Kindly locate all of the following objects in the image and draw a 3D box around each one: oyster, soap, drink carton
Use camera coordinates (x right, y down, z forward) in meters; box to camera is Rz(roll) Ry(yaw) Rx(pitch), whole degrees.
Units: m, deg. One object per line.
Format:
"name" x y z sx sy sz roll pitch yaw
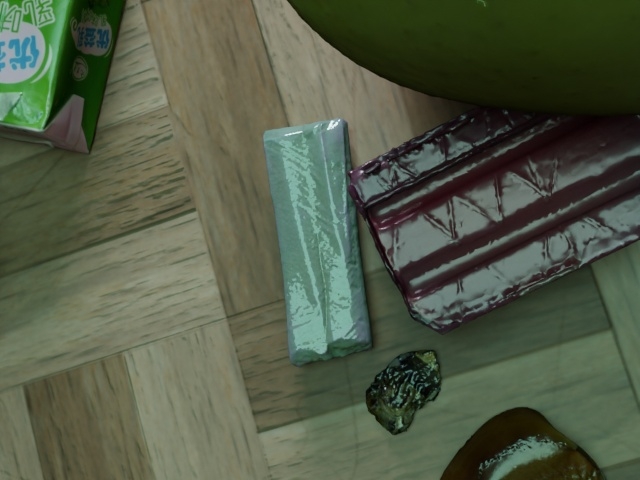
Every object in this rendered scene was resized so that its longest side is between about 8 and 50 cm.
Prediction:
"oyster" 0.076 0.130 0.819 0.054 0.019 0.083 42 93 15
"soap" 0.166 -0.036 0.778 0.250 0.099 0.162 -25 78 9
"drink carton" -0.291 -0.234 0.902 0.161 0.108 0.271 11 85 14

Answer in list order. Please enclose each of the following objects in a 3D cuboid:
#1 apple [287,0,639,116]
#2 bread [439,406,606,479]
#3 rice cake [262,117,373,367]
"apple" 0.179 -0.300 0.634 0.473 0.473 0.474 -2 83 13
"bread" 0.171 0.214 0.776 0.126 0.044 0.129 36 89 13
"rice cake" -0.001 0.001 0.841 0.080 0.042 0.222 -8 80 7
